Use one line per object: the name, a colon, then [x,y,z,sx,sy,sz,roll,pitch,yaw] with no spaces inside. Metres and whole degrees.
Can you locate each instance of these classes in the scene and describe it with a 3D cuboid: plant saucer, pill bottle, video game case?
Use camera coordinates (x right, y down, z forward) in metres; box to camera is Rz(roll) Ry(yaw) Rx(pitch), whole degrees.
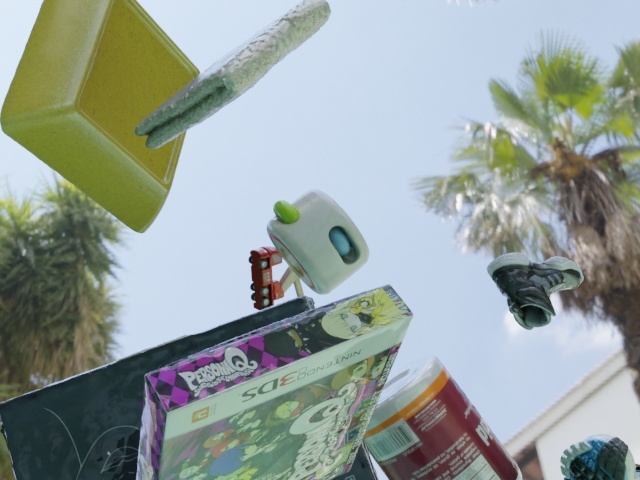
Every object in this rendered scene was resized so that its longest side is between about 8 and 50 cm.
plant saucer: [-0.301,-0.227,1.310,0.081,0.333,0.333,-3,-28,27]
pill bottle: [0.251,0.443,1.672,0.224,0.224,0.392,-36,-91,29]
video game case: [-0.044,0.152,0.681,0.210,0.042,0.232,-17,-38,-31]

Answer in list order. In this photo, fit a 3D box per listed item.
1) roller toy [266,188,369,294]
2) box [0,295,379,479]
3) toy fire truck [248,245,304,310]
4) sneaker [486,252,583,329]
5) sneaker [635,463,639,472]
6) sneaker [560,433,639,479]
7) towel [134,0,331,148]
roller toy: [0.000,0.000,1.715,0.146,0.191,0.209,-38,-19,-11]
box: [-0.157,0.403,1.273,0.479,0.472,0.297,-19,-18,-7]
toy fire truck: [-0.087,0.097,1.866,0.135,0.047,0.192,-17,-67,-37]
sneaker: [0.484,0.118,1.854,0.268,0.153,0.101,8,-34,-33]
sneaker: [0.412,0.277,0.933,0.170,0.051,0.089,14,-12,10]
sneaker: [0.275,0.230,0.800,0.082,0.071,0.191,-25,-40,-14]
towel: [-0.118,-0.207,1.089,0.049,0.187,0.282,51,-30,-15]
